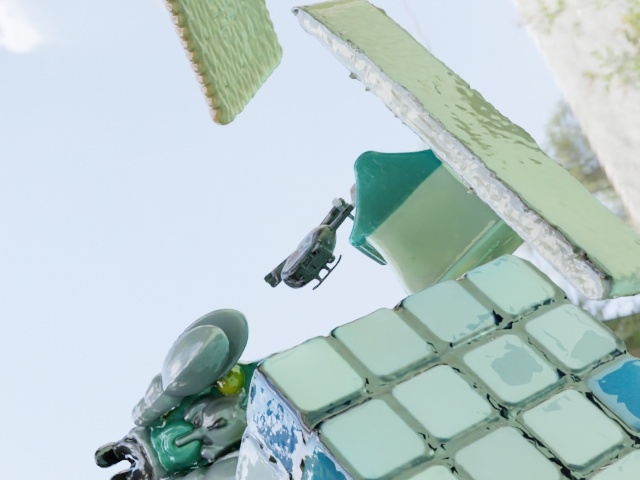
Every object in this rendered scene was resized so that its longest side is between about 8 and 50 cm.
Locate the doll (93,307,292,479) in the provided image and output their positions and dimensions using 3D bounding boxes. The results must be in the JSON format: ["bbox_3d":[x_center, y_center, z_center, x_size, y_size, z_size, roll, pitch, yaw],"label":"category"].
[{"bbox_3d":[-0.102,0.202,1.182,0.195,0.258,0.153,38,-169,4],"label":"doll"}]

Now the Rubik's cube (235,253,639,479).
[{"bbox_3d":[0.065,0.124,0.498,0.155,0.154,0.151,-22,-41,-32],"label":"Rubik's cube"}]

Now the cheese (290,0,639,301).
[{"bbox_3d":[0.117,-0.088,0.935,0.085,0.034,0.400,-12,-133,-39],"label":"cheese"}]

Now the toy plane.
[{"bbox_3d":[0.001,0.000,1.628,0.053,0.197,0.078,38,-177,-27],"label":"toy plane"}]

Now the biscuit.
[{"bbox_3d":[-0.119,-0.267,1.281,0.160,0.030,0.249,-57,-42,-40],"label":"biscuit"}]

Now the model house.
[{"bbox_3d":[0.096,-0.020,1.081,0.149,0.127,0.100,47,-174,21],"label":"model house"}]
